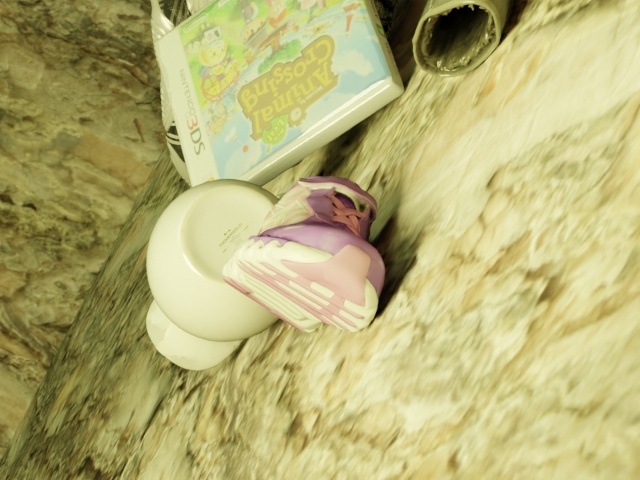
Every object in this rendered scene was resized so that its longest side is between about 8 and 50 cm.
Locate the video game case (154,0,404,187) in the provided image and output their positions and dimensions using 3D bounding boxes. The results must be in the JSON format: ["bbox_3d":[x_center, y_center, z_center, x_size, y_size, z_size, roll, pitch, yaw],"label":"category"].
[{"bbox_3d":[-0.041,-0.150,1.520,0.212,0.023,0.193,-32,56,23],"label":"video game case"}]

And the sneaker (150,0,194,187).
[{"bbox_3d":[-0.079,-0.215,2.062,0.137,0.210,0.366,-78,-15,-59],"label":"sneaker"}]

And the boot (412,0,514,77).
[{"bbox_3d":[0.132,-0.237,1.225,0.208,0.076,0.189,-61,-5,-32],"label":"boot"}]

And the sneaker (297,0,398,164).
[{"bbox_3d":[0.030,-0.203,1.591,0.343,0.134,0.146,-54,47,7],"label":"sneaker"}]

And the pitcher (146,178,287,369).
[{"bbox_3d":[-0.065,0.009,1.464,0.178,0.125,0.207,-49,-6,-19],"label":"pitcher"}]

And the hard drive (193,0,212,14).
[{"bbox_3d":[-0.048,-0.293,1.766,0.237,0.064,0.339,-115,31,-42],"label":"hard drive"}]

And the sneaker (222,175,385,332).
[{"bbox_3d":[0.000,0.000,1.219,0.104,0.095,0.236,-55,8,-9],"label":"sneaker"}]
